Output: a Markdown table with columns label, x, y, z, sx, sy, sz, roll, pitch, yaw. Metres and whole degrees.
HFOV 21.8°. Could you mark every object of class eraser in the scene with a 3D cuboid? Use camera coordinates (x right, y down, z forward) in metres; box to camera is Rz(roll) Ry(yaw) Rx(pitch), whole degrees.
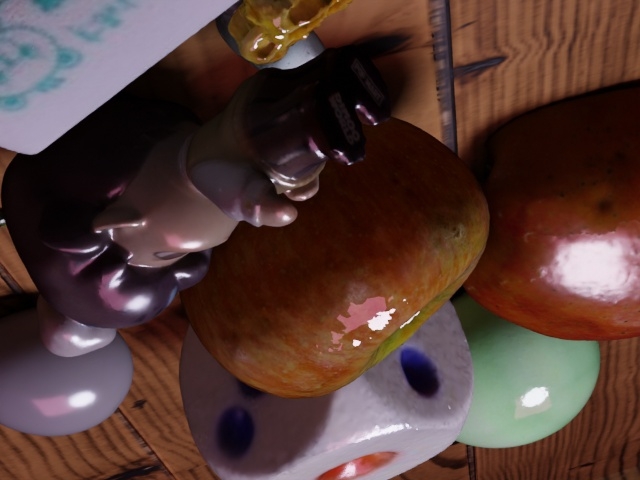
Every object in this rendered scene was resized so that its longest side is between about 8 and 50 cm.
| label | x | y | z | sx | sy | sz | roll | pitch | yaw |
| --- | --- | --- | --- | --- | --- | --- | --- | --- | --- |
| eraser | -0.181 | -0.191 | 1.174 | 0.189 | 0.104 | 0.290 | 30 | 132 | -35 |

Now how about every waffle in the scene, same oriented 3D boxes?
| label | x | y | z | sx | sy | sz | roll | pitch | yaw |
| --- | --- | --- | --- | --- | --- | --- | --- | --- | --- |
| waffle | 0.045 | -0.227 | 1.220 | 0.253 | 0.056 | 0.249 | -34 | -174 | 47 |

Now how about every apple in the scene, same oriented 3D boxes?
| label | x | y | z | sx | sy | sz | roll | pitch | yaw |
| --- | --- | --- | --- | --- | --- | --- | --- | --- | --- |
| apple | 0.323 | -0.035 | 1.894 | 0.365 | 0.329 | 0.295 | -1 | -166 | -27 |
| apple | 0.000 | 0.000 | 1.603 | 0.309 | 0.250 | 0.277 | -41 | 170 | 9 |

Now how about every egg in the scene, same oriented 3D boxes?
| label | x | y | z | sx | sy | sz | roll | pitch | yaw |
| --- | --- | --- | --- | --- | --- | --- | --- | --- | --- |
| egg | 0.243 | 0.165 | 2.212 | 0.269 | 0.220 | 0.220 | -21 | 160 | 39 |
| egg | -0.305 | 0.146 | 1.855 | 0.198 | 0.146 | 0.146 | 6 | 149 | -34 |

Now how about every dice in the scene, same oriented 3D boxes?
| label | x | y | z | sx | sy | sz | roll | pitch | yaw |
| --- | --- | --- | --- | --- | --- | --- | --- | --- | --- |
| dice | 0.006 | 0.158 | 1.981 | 0.259 | 0.251 | 0.243 | -33 | 155 | 35 |

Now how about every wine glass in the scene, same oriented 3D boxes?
| label | x | y | z | sx | sy | sz | roll | pitch | yaw |
| --- | --- | --- | --- | --- | --- | --- | --- | --- | --- |
| wine glass | -0.062 | -0.186 | 1.355 | 0.074 | 0.074 | 0.262 | -24 | 158 | 16 |

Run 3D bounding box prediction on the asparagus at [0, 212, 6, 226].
| label | x | y | z | sx | sy | sz | roll | pitch | yaw |
| --- | --- | --- | --- | --- | --- | --- | --- | --- | --- |
| asparagus | -0.264 | -0.026 | 1.648 | 0.233 | 0.023 | 0.022 | -8 | -159 | -22 |

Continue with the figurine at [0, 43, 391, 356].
| label | x | y | z | sx | sy | sz | roll | pitch | yaw |
| --- | --- | --- | --- | --- | --- | --- | --- | --- | --- |
| figurine | -0.099 | -0.043 | 1.416 | 0.365 | 0.218 | 0.206 | -8 | 133 | 28 |
